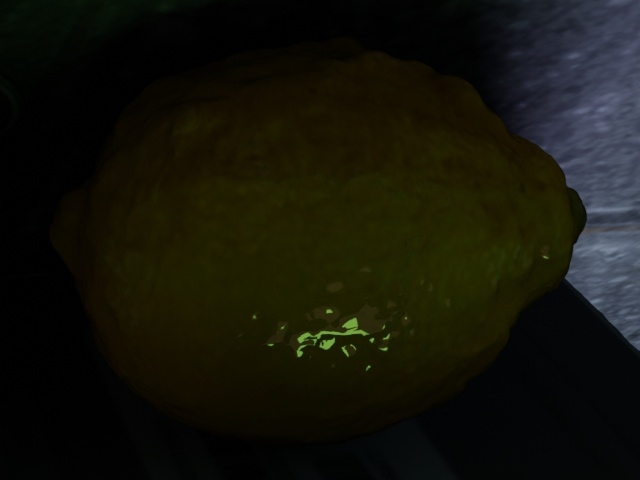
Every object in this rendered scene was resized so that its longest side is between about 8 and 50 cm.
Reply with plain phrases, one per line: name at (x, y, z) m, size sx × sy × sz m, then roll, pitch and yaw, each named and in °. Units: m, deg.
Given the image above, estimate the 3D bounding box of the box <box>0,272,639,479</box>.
box at (-0.030, 0.122, 0.723) m, size 0.396 × 0.396 × 0.111 m, roll -5°, pitch 114°, yaw -19°

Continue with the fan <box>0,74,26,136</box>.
fan at (-0.169, -0.036, 0.693) m, size 0.133 × 0.005 × 0.085 m, roll -13°, pitch 161°, yaw 0°

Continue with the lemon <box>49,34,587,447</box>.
lemon at (0.000, 0.000, 0.692) m, size 0.187 × 0.142 × 0.142 m, roll -4°, pitch 160°, yaw -2°
